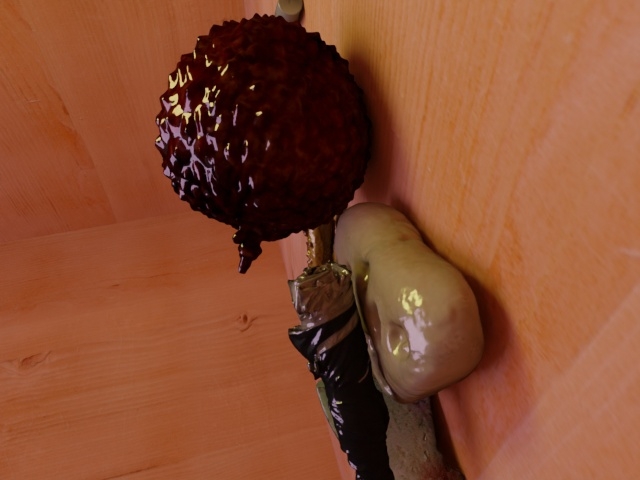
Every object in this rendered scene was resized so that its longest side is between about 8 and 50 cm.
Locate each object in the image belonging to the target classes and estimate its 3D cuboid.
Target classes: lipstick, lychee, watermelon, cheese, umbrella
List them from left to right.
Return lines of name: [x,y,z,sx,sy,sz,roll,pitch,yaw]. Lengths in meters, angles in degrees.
lychee: [-0.106,-0.183,0.943,0.424,0.425,0.499,143,129,-79]
lipstick: [-0.104,-0.654,1.421,0.254,0.070,0.070,-156,56,-79]
umbrella: [0.033,0.211,0.735,0.106,0.113,0.357,-12,94,61]
cheese: [0.123,0.069,0.724,0.328,0.130,0.351,105,151,-74]
watermelon: [0.159,0.331,0.912,0.320,0.213,0.289,32,-175,25]

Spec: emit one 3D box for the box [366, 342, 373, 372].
box: [0.123,0.297,1.147,0.274,0.076,0.174,94,161,-56]

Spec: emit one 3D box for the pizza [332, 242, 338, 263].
pizza: [0.068,0.033,1.183,0.297,0.071,0.189,-112,10,-72]

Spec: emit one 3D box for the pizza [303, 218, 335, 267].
pizza: [0.000,0.000,1.353,0.226,0.086,0.335,-80,-13,-63]
